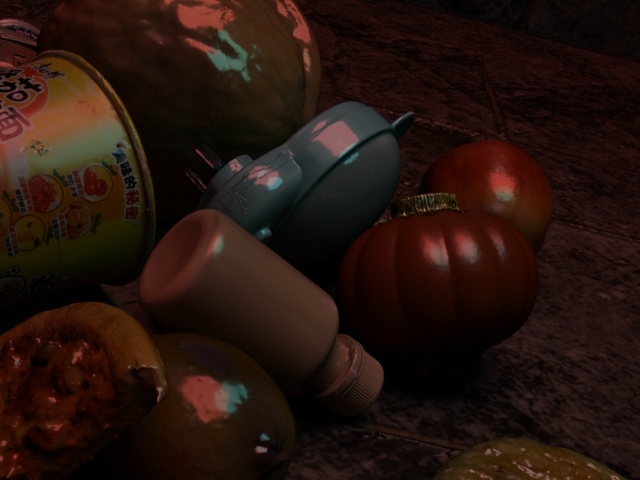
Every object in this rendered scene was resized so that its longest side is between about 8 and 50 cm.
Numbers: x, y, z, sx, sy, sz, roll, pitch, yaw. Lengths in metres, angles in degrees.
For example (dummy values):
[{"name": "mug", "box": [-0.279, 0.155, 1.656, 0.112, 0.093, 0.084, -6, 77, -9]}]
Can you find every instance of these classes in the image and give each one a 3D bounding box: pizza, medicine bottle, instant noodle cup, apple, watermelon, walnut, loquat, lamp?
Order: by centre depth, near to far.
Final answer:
[{"name": "pizza", "box": [-0.228, 0.133, 0.751, 0.292, 0.197, 0.058, -3, -35, 46]}, {"name": "loquat", "box": [-0.110, 0.147, 0.796, 0.195, 0.152, 0.152, 22, 26, 32]}, {"name": "medicine bottle", "box": [-0.044, 0.081, 0.905, 0.252, 0.114, 0.114, 38, 15, -28]}, {"name": "instant noodle cup", "box": [-0.318, -0.046, 0.954, 0.200, 0.264, 0.264, -22, 44, -40]}, {"name": "lamp", "box": [0.126, 0.049, 1.047, 0.223, 0.196, 0.223, -8, -6, -1]}, {"name": "lamp", "box": [-0.018, -0.054, 1.073, 0.284, 0.209, 0.147, -10, 57, -36]}, {"name": "walnut", "box": [-0.175, -0.202, 1.238, 0.381, 0.381, 0.381, 12, 27, -6]}, {"name": "watermelon", "box": [0.008, 0.005, 1.252, 0.092, 0.075, 0.181, -32, 30, 5]}, {"name": "apple", "box": [0.228, -0.040, 1.311, 0.199, 0.199, 0.199, 12, 27, -6]}]

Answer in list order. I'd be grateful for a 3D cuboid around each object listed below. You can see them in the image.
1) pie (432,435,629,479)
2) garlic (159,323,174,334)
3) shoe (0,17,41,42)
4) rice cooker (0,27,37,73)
[{"name": "pie", "box": [0.206, 0.270, 0.805, 0.277, 0.078, 0.277, 12, 21, -5]}, {"name": "garlic", "box": [-0.119, 0.066, 1.031, 0.198, 0.090, 0.129, 22, 11, 27]}, {"name": "shoe", "box": [-0.520, -0.292, 1.511, 0.207, 0.091, 0.106, -8, 57, -46]}, {"name": "rice cooker", "box": [-0.448, -0.212, 1.314, 0.206, 0.145, 0.127, 9, 39, -20]}]
